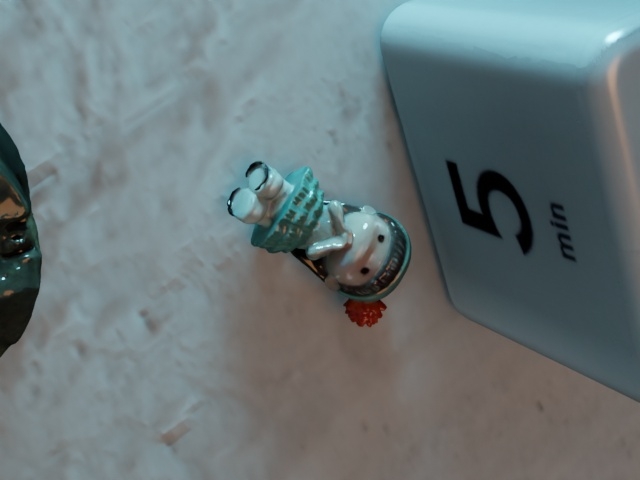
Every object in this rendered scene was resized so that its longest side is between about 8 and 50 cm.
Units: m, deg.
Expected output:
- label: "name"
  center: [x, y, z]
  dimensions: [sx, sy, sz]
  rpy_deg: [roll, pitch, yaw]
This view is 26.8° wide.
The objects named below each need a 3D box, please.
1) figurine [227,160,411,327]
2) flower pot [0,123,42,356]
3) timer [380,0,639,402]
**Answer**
- label: "figurine"
  center: [0.000, 0.000, 0.702]
  dimensions: [0.106, 0.047, 0.060]
  rpy_deg: [30, 79, -27]
- label: "flower pot"
  center: [-0.188, 0.004, 0.573]
  dimensions: [0.157, 0.107, 0.157]
  rpy_deg: [-8, 108, -26]
- label: "timer"
  center: [0.173, -0.053, 0.693]
  dimensions: [0.192, 0.195, 0.194]
  rpy_deg: [-25, 113, -20]
